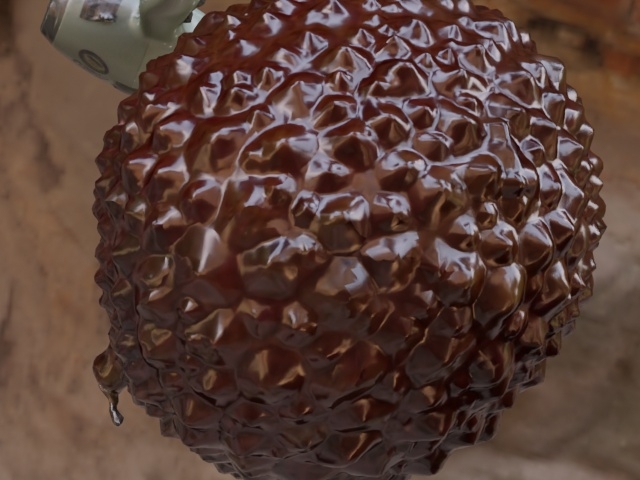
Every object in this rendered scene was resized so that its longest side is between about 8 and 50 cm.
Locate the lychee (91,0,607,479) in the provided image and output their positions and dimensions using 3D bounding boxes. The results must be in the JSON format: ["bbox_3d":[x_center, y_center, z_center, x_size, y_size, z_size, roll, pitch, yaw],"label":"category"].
[{"bbox_3d":[0.000,0.000,0.842,0.300,0.264,0.264,-30,22,14],"label":"lychee"}]

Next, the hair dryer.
[{"bbox_3d":[-0.066,-0.150,1.240,0.229,0.092,0.267,25,-16,-28],"label":"hair dryer"}]
